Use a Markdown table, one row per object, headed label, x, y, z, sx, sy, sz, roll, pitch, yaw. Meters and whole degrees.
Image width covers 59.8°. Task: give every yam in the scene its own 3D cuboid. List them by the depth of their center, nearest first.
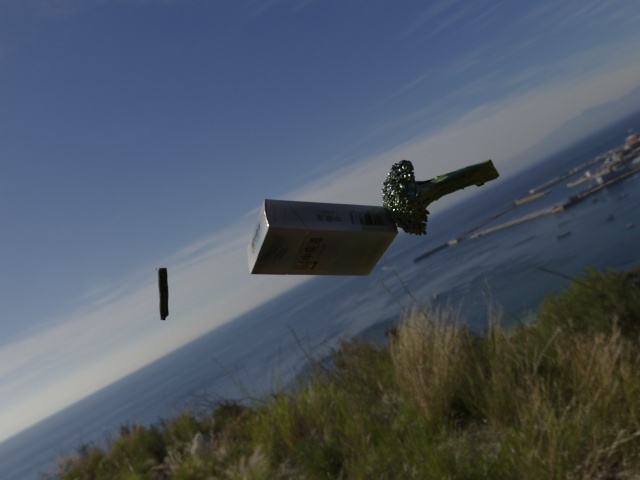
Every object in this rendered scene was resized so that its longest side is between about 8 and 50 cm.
| label | x | y | z | sx | sy | sz | roll | pitch | yaw |
| --- | --- | --- | --- | --- | --- | --- | --- | --- | --- |
| yam | -0.389 | 0.132 | 1.374 | 0.033 | 0.129 | 0.027 | -4 | -2 | 39 |

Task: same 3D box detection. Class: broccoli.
| label | x | y | z | sx | sy | sz | roll | pitch | yaw |
| --- | --- | --- | --- | --- | --- | --- | --- | --- | --- |
| broccoli | 0.204 | -0.091 | 0.961 | 0.204 | 0.118 | 0.122 | -22 | 28 | 6 |

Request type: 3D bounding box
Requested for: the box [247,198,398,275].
| label | x | y | z | sx | sy | sz | roll | pitch | yaw |
| --- | --- | --- | --- | --- | --- | --- | --- | --- | --- |
| box | 0.000 | 0.000 | 1.018 | 0.243 | 0.067 | 0.155 | 1 | -37 | -19 |
